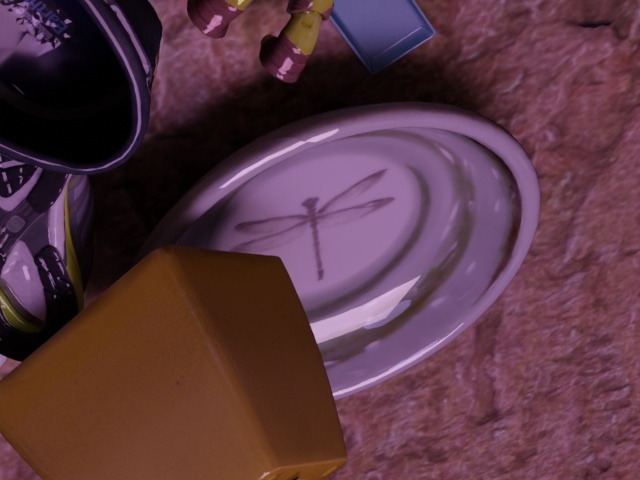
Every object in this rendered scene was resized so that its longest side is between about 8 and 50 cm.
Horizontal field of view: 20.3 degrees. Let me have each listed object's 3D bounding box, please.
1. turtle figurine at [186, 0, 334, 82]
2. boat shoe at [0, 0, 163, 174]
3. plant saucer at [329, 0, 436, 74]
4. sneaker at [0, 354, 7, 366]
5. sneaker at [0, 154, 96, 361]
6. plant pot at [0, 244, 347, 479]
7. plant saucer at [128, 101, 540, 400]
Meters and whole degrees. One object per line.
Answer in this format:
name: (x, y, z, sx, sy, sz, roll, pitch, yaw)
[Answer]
turtle figurine: (0.016, -0.220, 1.343, 0.270, 0.087, 0.217, 22, 120, -36)
boat shoe: (-0.282, -0.203, 1.121, 0.187, 0.156, 0.500, -39, 129, 16)
plant saucer: (0.030, -0.206, 1.457, 0.067, 0.018, 0.192, -32, 144, 8)
sneaker: (-0.375, 0.152, 1.592, 0.235, 0.094, 0.090, -29, 142, 1)
sneaker: (-0.231, -0.055, 1.421, 0.111, 0.121, 0.300, 7, 121, 2)
plant pot: (-0.105, 0.145, 1.447, 0.212, 0.187, 0.212, -39, 162, 18)
plant saucer: (0.000, 0.000, 1.623, 0.401, 0.100, 0.400, -16, 142, -13)
